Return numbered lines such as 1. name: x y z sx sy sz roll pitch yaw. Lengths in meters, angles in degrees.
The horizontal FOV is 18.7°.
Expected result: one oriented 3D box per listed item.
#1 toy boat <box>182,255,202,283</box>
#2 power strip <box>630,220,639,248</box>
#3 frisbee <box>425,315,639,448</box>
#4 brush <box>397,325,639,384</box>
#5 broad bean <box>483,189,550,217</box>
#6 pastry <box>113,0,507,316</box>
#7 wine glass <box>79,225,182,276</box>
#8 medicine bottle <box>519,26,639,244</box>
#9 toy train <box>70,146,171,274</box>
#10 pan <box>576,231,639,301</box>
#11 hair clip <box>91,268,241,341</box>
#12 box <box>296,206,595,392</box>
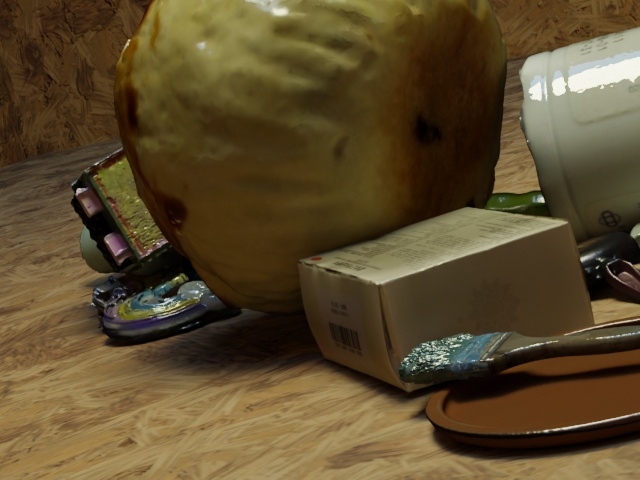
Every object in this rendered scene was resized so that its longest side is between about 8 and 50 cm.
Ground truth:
1. toy boat: 0.000 0.000 2.074 0.291 0.067 0.220 -11 9 2
2. power strip: 0.384 -0.021 1.693 0.253 0.027 0.060 -12 9 15
3. frisbee: 0.194 0.093 1.322 0.251 0.021 0.251 -13 9 2
4. brush: 0.151 0.076 1.367 0.196 0.021 0.070 -10 13 26
5. broad bean: 0.206 -0.038 2.045 0.227 0.039 0.069 -6 19 40
6. pastry: -0.015 -0.117 1.785 0.313 0.388 0.388 12 22 28
7. wine glass: -0.192 -0.003 2.287 0.202 0.093 0.093 -6 13 45
8. medicine bottle: 0.366 -0.118 1.776 0.332 0.190 0.190 -13 9 19
9. toy train: -0.173 -0.059 2.079 0.177 0.134 0.261 -31 3 -11
10. pan: 0.233 0.027 1.607 0.115 0.040 0.212 -23 10 -15
11. hair clip: -0.169 0.072 1.969 0.172 0.049 0.116 8 36 47
12. box: 0.094 0.043 1.549 0.168 0.095 0.212 -15 8 -16
